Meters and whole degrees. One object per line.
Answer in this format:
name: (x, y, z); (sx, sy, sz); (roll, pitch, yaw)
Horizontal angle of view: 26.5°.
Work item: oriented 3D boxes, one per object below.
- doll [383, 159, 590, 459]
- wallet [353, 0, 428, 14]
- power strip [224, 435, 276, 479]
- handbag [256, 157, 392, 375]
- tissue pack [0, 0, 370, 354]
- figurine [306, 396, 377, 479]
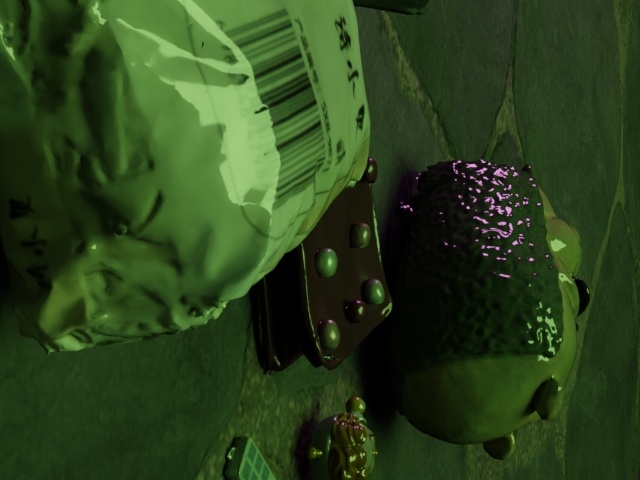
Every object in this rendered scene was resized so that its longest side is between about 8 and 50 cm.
doll: (0.192, 0.061, 1.547); (0.247, 0.247, 0.349); (61, 22, -50)
wallet: (0.025, -0.297, 1.280); (0.245, 0.052, 0.168); (-12, 81, -56)
power strip: (-0.060, 0.209, 1.193); (0.090, 0.016, 0.040); (65, 32, -46)
handbag: (0.003, 0.000, 1.275); (0.203, 0.074, 0.216); (-33, 120, -65)
tissue pack: (-0.097, -0.155, 0.874); (0.390, 0.195, 0.375); (-40, 120, -62)
figurine: (0.025, 0.205, 1.351); (0.143, 0.068, 0.101); (-62, 151, -71)
